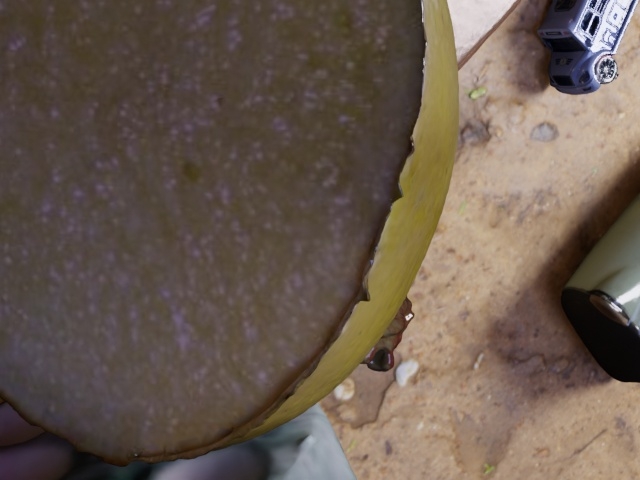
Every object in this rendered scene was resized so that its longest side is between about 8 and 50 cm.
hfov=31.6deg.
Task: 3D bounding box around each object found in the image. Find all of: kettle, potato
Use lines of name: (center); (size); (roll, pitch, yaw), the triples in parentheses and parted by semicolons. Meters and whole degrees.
kettle: (0.397, 0.039, 1.249); (0.255, 0.165, 0.240); (-47, 147, -12)
potato: (-0.085, -0.088, 0.809); (0.319, 0.385, 0.442); (-2, 102, -72)

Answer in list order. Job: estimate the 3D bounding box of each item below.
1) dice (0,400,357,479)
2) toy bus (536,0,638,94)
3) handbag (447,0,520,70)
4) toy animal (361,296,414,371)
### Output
dice: (-0.122, 0.294, 0.871); (0.330, 0.328, 0.348); (-20, 109, -11)
toy bus: (0.277, -0.235, 1.159); (0.076, 0.073, 0.167); (28, 84, -28)
handbag: (0.099, -0.238, 1.059); (0.193, 0.072, 0.151); (-48, 120, -10)
toy animal: (0.000, 0.000, 1.054); (0.157, 0.097, 0.313); (-30, 112, -34)
